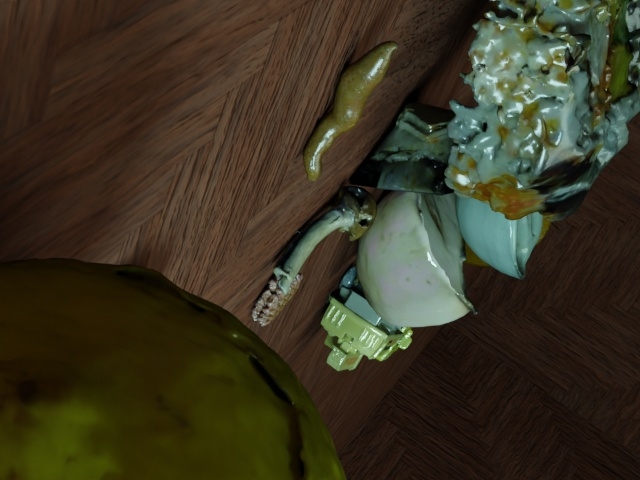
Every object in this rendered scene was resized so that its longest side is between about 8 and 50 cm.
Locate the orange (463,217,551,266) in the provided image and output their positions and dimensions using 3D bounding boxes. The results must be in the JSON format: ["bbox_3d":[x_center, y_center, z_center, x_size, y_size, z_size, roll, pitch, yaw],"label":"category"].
[{"bbox_3d":[0.269,-0.069,1.964,0.236,0.236,0.236,-52,168,-16],"label":"orange"}]

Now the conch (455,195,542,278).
[{"bbox_3d":[0.256,-0.031,1.743,0.121,0.185,0.221,-24,168,12],"label":"conch"}]

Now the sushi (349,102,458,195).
[{"bbox_3d":[0.151,-0.125,1.604,0.273,0.134,0.109,-13,110,-64],"label":"sushi"}]

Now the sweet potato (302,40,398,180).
[{"bbox_3d":[0.026,-0.133,1.226,0.179,0.044,0.044,-55,171,35],"label":"sweet potato"}]

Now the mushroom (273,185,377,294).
[{"bbox_3d":[0.000,0.000,1.468,0.187,0.060,0.061,-41,170,-33],"label":"mushroom"}]

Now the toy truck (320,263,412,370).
[{"bbox_3d":[0.079,0.132,1.979,0.157,0.124,0.272,-57,168,6],"label":"toy truck"}]

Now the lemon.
[{"bbox_3d":[-0.153,0.193,0.670,0.350,0.349,0.387,-45,158,-42],"label":"lemon"}]

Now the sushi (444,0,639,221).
[{"bbox_3d":[0.279,-0.232,1.436,0.417,0.175,0.418,-42,140,-48],"label":"sushi"}]

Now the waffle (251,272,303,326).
[{"bbox_3d":[-0.054,0.070,1.499,0.083,0.029,0.075,-55,168,11],"label":"waffle"}]

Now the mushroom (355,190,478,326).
[{"bbox_3d":[0.106,0.000,1.774,0.162,0.173,0.236,47,31,-43],"label":"mushroom"}]
